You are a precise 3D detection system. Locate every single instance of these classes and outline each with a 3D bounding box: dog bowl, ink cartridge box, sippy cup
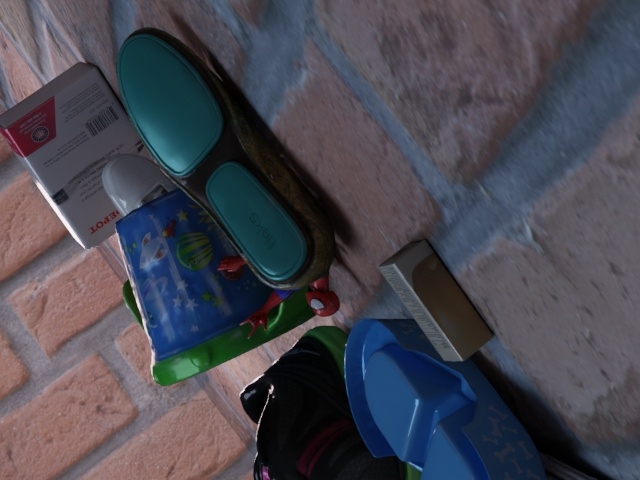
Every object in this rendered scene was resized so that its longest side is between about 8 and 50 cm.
[{"bbox_3d":[0.125,0.195,1.465,0.297,0.074,0.166,53,146,39],"label":"dog bowl"},{"bbox_3d":[-0.369,-0.132,2.286,0.237,0.172,0.100,59,166,-24],"label":"ink cartridge box"},{"bbox_3d":[-0.149,0.041,1.899,0.224,0.305,0.240,65,-165,-2],"label":"sippy cup"}]

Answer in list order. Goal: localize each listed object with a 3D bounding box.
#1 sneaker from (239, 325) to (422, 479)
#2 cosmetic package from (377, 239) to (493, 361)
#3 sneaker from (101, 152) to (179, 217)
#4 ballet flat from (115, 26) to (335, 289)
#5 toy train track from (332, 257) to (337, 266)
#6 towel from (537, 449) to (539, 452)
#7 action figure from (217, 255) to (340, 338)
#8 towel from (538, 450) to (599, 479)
[{"bbox_3d":[0.031,0.286,1.775,0.185,0.202,0.483,63,174,-28],"label":"sneaker"},{"bbox_3d":[0.109,0.058,1.386,0.115,0.041,0.060,55,167,-6],"label":"cosmetic package"},{"bbox_3d":[-0.199,-0.038,2.114,0.292,0.108,0.169,42,165,4],"label":"sneaker"},{"bbox_3d":[-0.102,-0.089,1.629,0.348,0.123,0.123,52,167,14],"label":"ballet flat"},{"bbox_3d":[0.000,0.000,1.671,0.083,0.014,0.048,52,178,42],"label":"toy train track"},{"bbox_3d":[0.194,0.265,1.618,0.187,0.049,0.282,44,164,39],"label":"towel"},{"bbox_3d":[-0.092,-0.003,1.709,0.280,0.139,0.091,50,178,15],"label":"action figure"},{"bbox_3d":[0.318,0.334,1.393,0.285,0.034,0.209,57,165,-22],"label":"towel"}]
